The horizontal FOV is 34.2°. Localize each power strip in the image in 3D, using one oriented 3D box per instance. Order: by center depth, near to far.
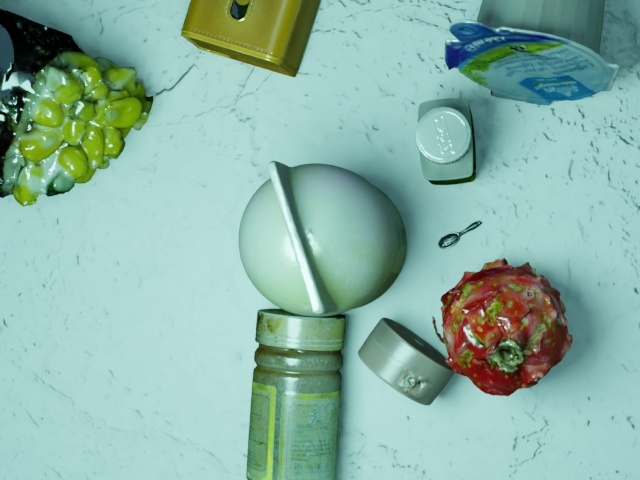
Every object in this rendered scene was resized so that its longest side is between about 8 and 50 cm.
[{"bbox_3d":[0.142,0.198,1.710,0.154,0.154,0.078,37,96,9],"label":"power strip"}]

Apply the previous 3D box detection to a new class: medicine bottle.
[{"bbox_3d":[0.000,0.000,1.612,0.235,0.406,0.236,0,89,10],"label":"medicine bottle"},{"bbox_3d":[0.204,-0.160,1.688,0.088,0.188,0.132,-3,89,10],"label":"medicine bottle"},{"bbox_3d":[-0.042,0.281,1.744,0.151,0.151,0.323,4,90,10],"label":"medicine bottle"}]

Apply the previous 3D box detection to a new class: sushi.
[{"bbox_3d":[-0.470,-0.195,1.751,0.285,0.328,0.329,32,93,-2],"label":"sushi"}]

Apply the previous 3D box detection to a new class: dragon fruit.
[{"bbox_3d":[0.290,0.143,1.630,0.205,0.268,0.210,-29,98,10],"label":"dragon fruit"}]

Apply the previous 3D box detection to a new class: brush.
[{"bbox_3d":[0.237,-0.010,1.770,0.083,0.008,0.024,-30,81,9],"label":"brush"}]

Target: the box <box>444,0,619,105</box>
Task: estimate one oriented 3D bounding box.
[{"bbox_3d":[0.328,-0.365,1.642,0.291,0.262,0.206,22,73,-30],"label":"box"}]

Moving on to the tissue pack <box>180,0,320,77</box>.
[{"bbox_3d":[-0.099,-0.442,1.773,0.194,0.145,0.275,17,93,8],"label":"tissue pack"}]
